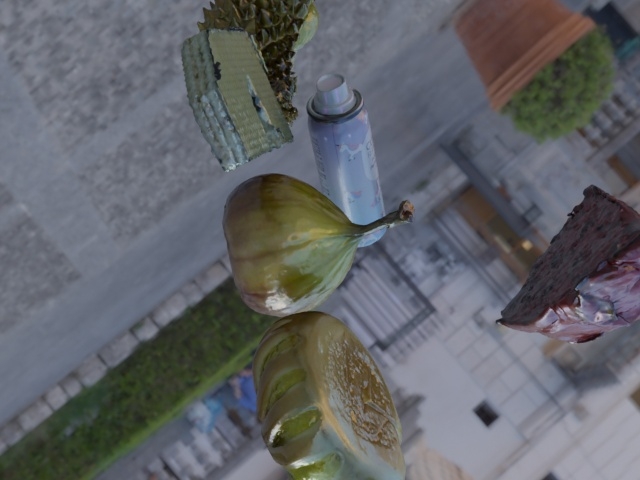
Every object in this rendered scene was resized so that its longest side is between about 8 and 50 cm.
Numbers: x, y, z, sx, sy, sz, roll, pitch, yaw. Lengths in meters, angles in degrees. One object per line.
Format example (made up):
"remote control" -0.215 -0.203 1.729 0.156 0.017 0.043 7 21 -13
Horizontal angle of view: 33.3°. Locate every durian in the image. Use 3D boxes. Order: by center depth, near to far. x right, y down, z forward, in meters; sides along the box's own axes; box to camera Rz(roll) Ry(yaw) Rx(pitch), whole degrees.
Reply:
"durian" -0.080 -0.279 1.535 0.172 0.167 0.306 -10 -139 5

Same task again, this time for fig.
"fig" -0.017 0.002 1.152 0.143 0.160 0.230 -9 -178 -31

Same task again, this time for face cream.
"face cream" 0.030 -0.097 1.293 0.075 0.075 0.229 -38 138 -25

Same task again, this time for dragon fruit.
"dragon fruit" 0.449 0.090 1.594 0.286 0.228 0.329 -52 -173 3

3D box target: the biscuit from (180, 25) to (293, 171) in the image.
"biscuit" -0.090 -0.153 1.143 0.046 0.147 0.250 -23 -172 12

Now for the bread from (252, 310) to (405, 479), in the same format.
"bread" 0.001 0.172 1.068 0.104 0.213 0.213 -27 180 19
